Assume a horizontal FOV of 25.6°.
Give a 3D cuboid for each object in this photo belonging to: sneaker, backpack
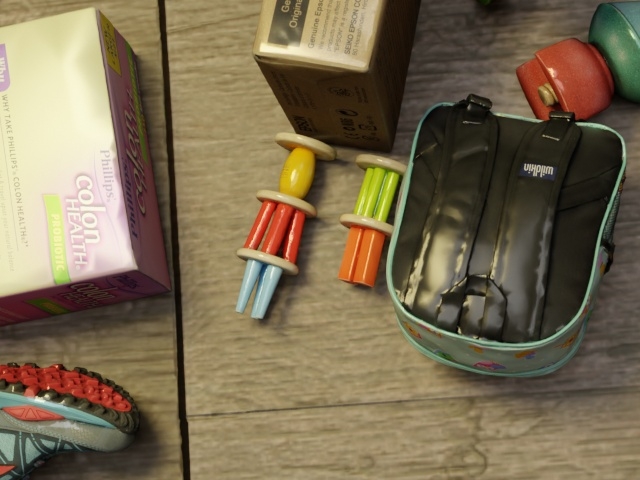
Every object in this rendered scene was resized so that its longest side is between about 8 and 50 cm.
[{"bbox_3d":[-0.267,0.162,1.121,0.261,0.104,0.125,1,97,12],"label":"sneaker"},{"bbox_3d":[0.133,0.008,1.051,0.165,0.144,0.188,12,62,9],"label":"backpack"}]

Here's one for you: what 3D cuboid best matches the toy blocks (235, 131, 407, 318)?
[{"bbox_3d":[0.000,0.000,1.121,0.123,0.054,0.148,16,82,11],"label":"toy blocks"}]

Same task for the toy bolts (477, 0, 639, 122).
[{"bbox_3d":[0.213,-0.209,1.069,0.158,0.218,0.229,-27,95,-4],"label":"toy bolts"}]

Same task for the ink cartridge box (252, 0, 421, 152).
[{"bbox_3d":[0.024,-0.188,1.060,0.088,0.235,0.193,9,80,9],"label":"ink cartridge box"}]

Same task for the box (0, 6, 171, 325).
[{"bbox_3d":[-0.263,-0.046,1.134,0.243,0.117,0.214,-12,78,6],"label":"box"}]
